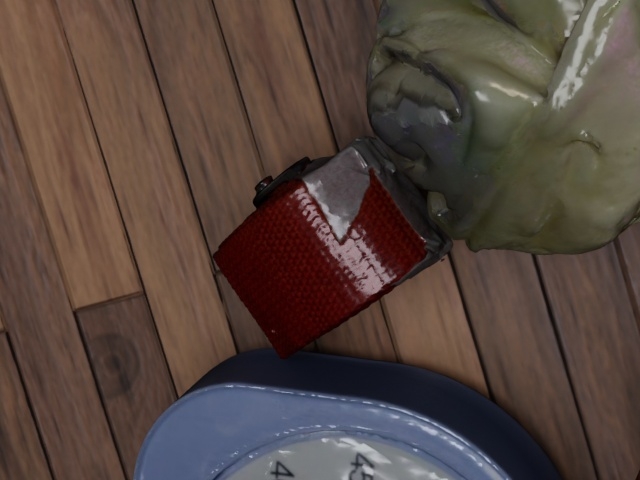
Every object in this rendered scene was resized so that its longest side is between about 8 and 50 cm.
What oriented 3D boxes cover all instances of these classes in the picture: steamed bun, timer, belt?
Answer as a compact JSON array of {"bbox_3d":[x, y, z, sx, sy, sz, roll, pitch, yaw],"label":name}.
[{"bbox_3d":[0.129,-0.123,1.255,0.268,0.207,0.280,11,120,52],"label":"steamed bun"},{"bbox_3d":[0.040,0.281,1.416,0.395,0.173,0.394,2,99,14],"label":"timer"},{"bbox_3d":[0.000,0.000,1.373,0.128,0.201,0.124,-34,89,-28],"label":"belt"}]

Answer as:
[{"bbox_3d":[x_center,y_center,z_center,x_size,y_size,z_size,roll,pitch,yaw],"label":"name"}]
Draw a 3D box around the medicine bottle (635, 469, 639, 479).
[{"bbox_3d":[0.303,0.206,1.222,0.219,0.388,0.219,3,102,14],"label":"medicine bottle"}]
